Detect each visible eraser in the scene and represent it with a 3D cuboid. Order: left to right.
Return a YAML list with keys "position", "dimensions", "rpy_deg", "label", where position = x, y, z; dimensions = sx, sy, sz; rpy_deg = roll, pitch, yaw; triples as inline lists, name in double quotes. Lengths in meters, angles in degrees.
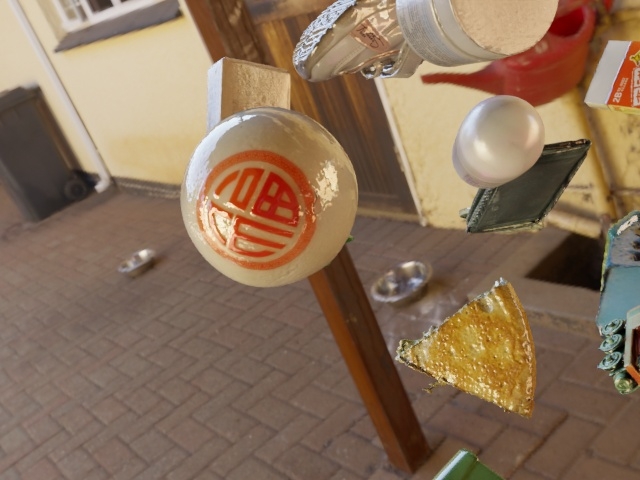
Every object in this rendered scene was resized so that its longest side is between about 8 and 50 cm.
- position: [-0.132, -0.146, 1.266]
  dimensions: [0.144, 0.344, 0.078]
  rpy_deg: [4, -4, -31]
  label: "eraser"
- position: [0.708, -0.350, 1.511]
  dimensions: [0.230, 0.038, 0.157]
  rpy_deg: [21, 87, 45]
  label: "eraser"

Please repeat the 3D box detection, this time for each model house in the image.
- position: [0.803, 0.085, 1.738]
  dimensions: [0.215, 0.237, 0.303]
  rpy_deg: [4, 37, 18]
  label: "model house"

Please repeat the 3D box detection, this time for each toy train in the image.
- position: [0.515, 0.169, 1.123]
  dimensions: [0.118, 0.074, 0.176]
  rpy_deg: [-38, 7, 35]
  label: "toy train"

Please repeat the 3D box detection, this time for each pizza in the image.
- position: [0.293, 0.216, 1.437]
  dimensions: [0.287, 0.280, 0.075]
  rpy_deg: [-4, -11, 26]
  label: "pizza"

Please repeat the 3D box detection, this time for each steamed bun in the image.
- position: [-0.084, -0.059, 1.069]
  dimensions: [0.283, 0.283, 0.177]
  rpy_deg: [-18, 11, 12]
  label: "steamed bun"

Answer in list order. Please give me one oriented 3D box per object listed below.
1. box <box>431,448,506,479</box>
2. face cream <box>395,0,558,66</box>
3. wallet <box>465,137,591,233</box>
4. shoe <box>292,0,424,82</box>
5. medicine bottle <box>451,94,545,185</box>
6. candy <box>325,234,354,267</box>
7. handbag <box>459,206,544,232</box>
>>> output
- position: [0.325, 0.532, 1.222]
  dimensions: [0.178, 0.253, 0.328]
  rpy_deg: [-45, 54, -15]
  label: "box"
- position: [0.211, -0.336, 0.968]
  dimensions: [0.177, 0.177, 0.153]
  rpy_deg: [-30, 18, -16]
  label: "face cream"
- position: [0.519, -0.142, 1.791]
  dimensions: [0.237, 0.342, 0.075]
  rpy_deg: [-7, 59, -10]
  label: "wallet"
- position: [0.121, -0.397, 1.353]
  dimensions: [0.351, 0.198, 0.172]
  rpy_deg: [-40, 20, -5]
  label: "shoe"
- position: [0.287, -0.156, 1.156]
  dimensions: [0.130, 0.130, 0.341]
  rpy_deg: [-19, -1, 9]
  label: "medicine bottle"
- position: [0.001, 0.004, 1.942]
  dimensions: [0.141, 0.078, 0.203]
  rpy_deg: [20, 32, 22]
  label: "candy"
- position: [0.525, -0.071, 2.084]
  dimensions: [0.219, 0.079, 0.256]
  rpy_deg: [6, -3, -8]
  label: "handbag"
